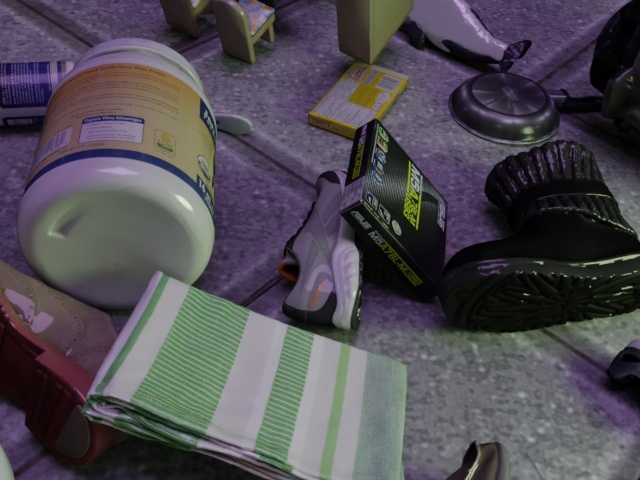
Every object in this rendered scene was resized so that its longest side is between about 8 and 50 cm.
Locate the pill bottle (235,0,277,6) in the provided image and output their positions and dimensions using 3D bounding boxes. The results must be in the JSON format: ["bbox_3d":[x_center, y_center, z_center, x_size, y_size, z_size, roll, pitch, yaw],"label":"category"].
[{"bbox_3d":[-0.145,-0.495,1.608,0.120,0.067,0.067,1,44,-9],"label":"pill bottle"}]

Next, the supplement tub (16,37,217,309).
[{"bbox_3d":[-0.247,-0.096,1.049,0.228,0.228,0.316,2,44,-8],"label":"supplement tub"}]

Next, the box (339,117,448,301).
[{"bbox_3d":[0.105,-0.044,1.106,0.184,0.045,0.191,45,35,-25],"label":"box"}]

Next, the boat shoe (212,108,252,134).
[{"bbox_3d":[-0.156,-0.196,1.315,0.100,0.035,0.035,7,45,8],"label":"boat shoe"}]

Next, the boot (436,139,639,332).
[{"bbox_3d":[0.277,-0.016,1.117,0.348,0.131,0.260,0,50,-25],"label":"boot"}]

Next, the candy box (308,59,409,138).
[{"bbox_3d":[0.068,-0.243,1.404,0.105,0.027,0.206,20,44,16],"label":"candy box"}]

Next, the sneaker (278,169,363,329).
[{"bbox_3d":[0.000,0.000,1.087,0.108,0.100,0.272,1,43,0],"label":"sneaker"}]

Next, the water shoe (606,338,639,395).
[{"bbox_3d":[0.435,0.205,0.974,0.080,0.073,0.203,-40,54,-14],"label":"water shoe"}]

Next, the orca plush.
[{"bbox_3d":[0.273,-0.420,1.576,0.287,0.151,0.102,26,14,21],"label":"orca plush"}]

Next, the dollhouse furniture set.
[{"bbox_3d":[-0.043,-0.513,1.425,0.394,0.256,0.362,29,68,16],"label":"dollhouse furniture set"}]

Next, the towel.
[{"bbox_3d":[-0.060,0.153,0.879,0.324,0.038,0.248,20,29,-4],"label":"towel"}]

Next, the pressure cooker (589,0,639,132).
[{"bbox_3d":[0.666,-0.285,1.309,0.369,0.375,0.420,4,36,-44],"label":"pressure cooker"}]

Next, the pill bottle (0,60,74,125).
[{"bbox_3d":[-0.458,-0.224,1.249,0.169,0.094,0.094,-5,45,-15],"label":"pill bottle"}]

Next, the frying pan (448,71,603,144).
[{"bbox_3d":[0.388,-0.229,1.432,0.326,0.053,0.197,7,44,3],"label":"frying pan"}]

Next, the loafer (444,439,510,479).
[{"bbox_3d":[0.110,0.284,0.803,0.087,0.094,0.251,29,47,15],"label":"loafer"}]

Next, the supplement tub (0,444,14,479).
[{"bbox_3d":[-0.334,0.251,0.597,0.235,0.325,0.235,4,43,-4],"label":"supplement tub"}]

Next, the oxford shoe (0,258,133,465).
[{"bbox_3d":[-0.314,0.109,0.926,0.348,0.123,0.130,40,32,24],"label":"oxford shoe"}]
